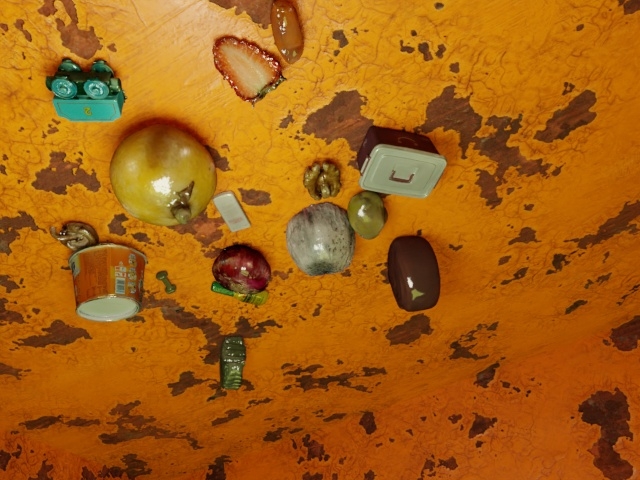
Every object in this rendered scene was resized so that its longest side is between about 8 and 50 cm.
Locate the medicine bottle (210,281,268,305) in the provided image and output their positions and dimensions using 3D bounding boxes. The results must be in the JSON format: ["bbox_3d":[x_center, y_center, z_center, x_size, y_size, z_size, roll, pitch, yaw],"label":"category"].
[{"bbox_3d":[-0.366,0.235,2.166,0.261,0.064,0.095,18,129,-25],"label":"medicine bottle"}]

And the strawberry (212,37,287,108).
[{"bbox_3d":[-0.216,-0.518,1.437,0.167,0.087,0.208,-37,106,-1],"label":"strawberry"}]

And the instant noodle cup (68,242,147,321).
[{"bbox_3d":[-0.825,0.175,1.864,0.297,0.213,0.296,-11,151,-6],"label":"instant noodle cup"}]

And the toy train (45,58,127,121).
[{"bbox_3d":[-0.682,-0.431,1.403,0.204,0.112,0.163,0,140,-7],"label":"toy train"}]

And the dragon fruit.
[{"bbox_3d":[0.000,0.000,1.893,0.283,0.221,0.203,-12,142,5],"label":"dragon fruit"}]

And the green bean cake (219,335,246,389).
[{"bbox_3d":[-0.446,0.623,2.425,0.125,0.227,0.222,5,134,-18],"label":"green bean cake"}]

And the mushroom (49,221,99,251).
[{"bbox_3d":[-0.921,-0.019,1.791,0.171,0.080,0.135,22,123,-38],"label":"mushroom"}]

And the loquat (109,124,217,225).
[{"bbox_3d":[-0.486,-0.186,1.526,0.329,0.359,0.328,-25,148,-17],"label":"loquat"}]

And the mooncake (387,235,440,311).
[{"bbox_3d":[0.382,0.142,2.043,0.174,0.325,0.334,-5,168,-8],"label":"mooncake"}]

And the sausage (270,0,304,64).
[{"bbox_3d":[-0.095,-0.598,1.370,0.089,0.089,0.179,-11,139,0],"label":"sausage"}]

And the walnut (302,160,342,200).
[{"bbox_3d":[0.005,-0.225,1.768,0.143,0.069,0.170,-11,137,-2],"label":"walnut"}]

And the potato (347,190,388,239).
[{"bbox_3d":[0.185,-0.099,1.873,0.137,0.154,0.200,-4,141,23],"label":"potato"}]

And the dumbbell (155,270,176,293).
[{"bbox_3d":[-0.665,0.180,2.067,0.052,0.046,0.117,-16,135,-2],"label":"dumbbell"}]

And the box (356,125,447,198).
[{"bbox_3d":[0.274,-0.280,1.694,0.294,0.167,0.193,7,131,-17],"label":"box"}]

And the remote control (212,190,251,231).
[{"bbox_3d":[-0.342,-0.111,1.845,0.088,0.029,0.190,-18,135,7],"label":"remote control"}]

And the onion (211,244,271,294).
[{"bbox_3d":[-0.323,0.122,1.973,0.247,0.190,0.246,12,142,10],"label":"onion"}]
